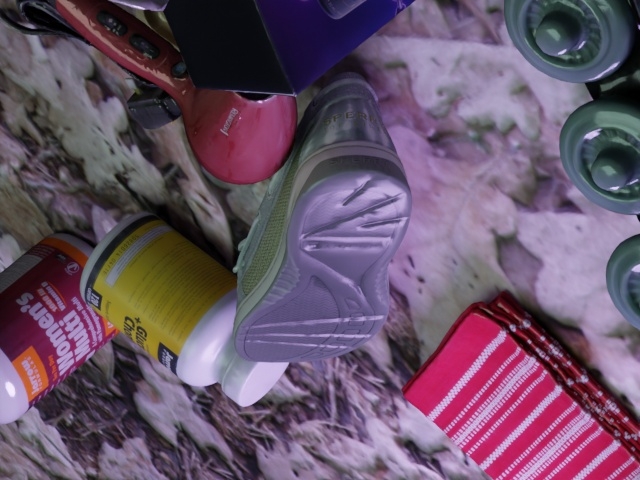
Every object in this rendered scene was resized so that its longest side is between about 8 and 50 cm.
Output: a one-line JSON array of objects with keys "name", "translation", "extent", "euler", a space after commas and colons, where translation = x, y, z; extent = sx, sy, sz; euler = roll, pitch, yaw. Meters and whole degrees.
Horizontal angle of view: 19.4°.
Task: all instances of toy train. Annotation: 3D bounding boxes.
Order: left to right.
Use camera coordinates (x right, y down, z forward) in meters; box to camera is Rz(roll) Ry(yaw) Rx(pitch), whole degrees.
[{"name": "toy train", "translation": [0.238, -0.076, 1.058], "extent": [0.190, 0.142, 0.334], "euler": [-6, 118, 38]}]

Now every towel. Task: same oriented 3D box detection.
[{"name": "towel", "translation": [0.191, 0.174, 1.474], "extent": [0.275, 0.031, 0.199], "euler": [44, 149, 6]}]

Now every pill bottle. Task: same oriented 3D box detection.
[{"name": "pill bottle", "translation": [-0.298, 0.099, 1.805], "extent": [0.121, 0.221, 0.121], "euler": [31, 145, 25]}, {"name": "pill bottle", "translation": [-0.116, 0.064, 1.657], "extent": [0.184, 0.103, 0.103], "euler": [36, 147, 19]}]

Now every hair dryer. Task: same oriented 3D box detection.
[{"name": "hair dryer", "translation": [-0.116, -0.113, 1.330], "extent": [0.293, 0.080, 0.224], "euler": [13, 164, 48]}]

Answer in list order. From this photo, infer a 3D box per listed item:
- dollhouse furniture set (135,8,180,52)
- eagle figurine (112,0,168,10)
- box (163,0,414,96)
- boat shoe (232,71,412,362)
[{"name": "dollhouse furniture set", "translation": [-0.131, -0.172, 1.399], "extent": [0.144, 0.123, 0.151], "euler": [36, 146, 20]}, {"name": "eagle figurine", "translation": [-0.211, -0.230, 1.009], "extent": [0.298, 0.225, 0.226], "euler": [-12, 142, 34]}, {"name": "box", "translation": [-0.033, -0.247, 1.143], "extent": [0.103, 0.184, 0.261], "euler": [8, 131, 44]}, {"name": "boat shoe", "translation": [-0.002, -0.001, 1.462], "extent": [0.118, 0.103, 0.320], "euler": [1, 149, -10]}]
